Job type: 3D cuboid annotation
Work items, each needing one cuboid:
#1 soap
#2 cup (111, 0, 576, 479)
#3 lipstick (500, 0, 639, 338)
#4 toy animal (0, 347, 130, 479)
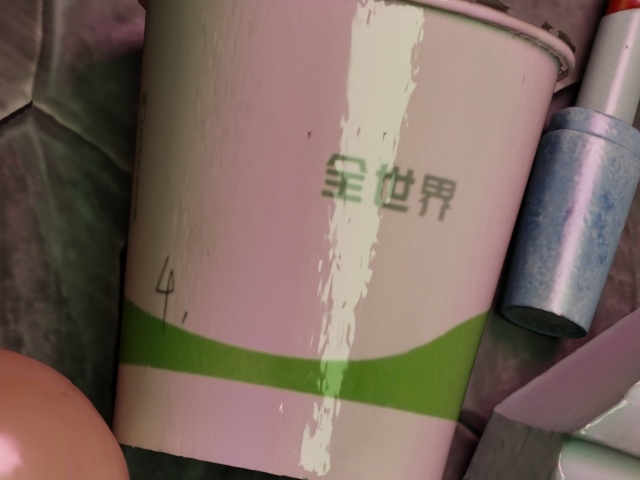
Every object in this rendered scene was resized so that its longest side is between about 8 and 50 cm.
[{"bbox_3d":[0.277,0.160,1.216,0.347,0.115,0.208,18,100,-20],"label":"soap"},{"bbox_3d":[0.000,0.000,1.092,0.253,0.253,0.274,12,83,-22],"label":"cup"},{"bbox_3d":[0.182,-0.073,1.273,0.068,0.061,0.274,23,74,-17],"label":"lipstick"},{"bbox_3d":[-0.248,0.098,0.981,0.326,0.237,0.269,10,87,-27],"label":"toy animal"}]
